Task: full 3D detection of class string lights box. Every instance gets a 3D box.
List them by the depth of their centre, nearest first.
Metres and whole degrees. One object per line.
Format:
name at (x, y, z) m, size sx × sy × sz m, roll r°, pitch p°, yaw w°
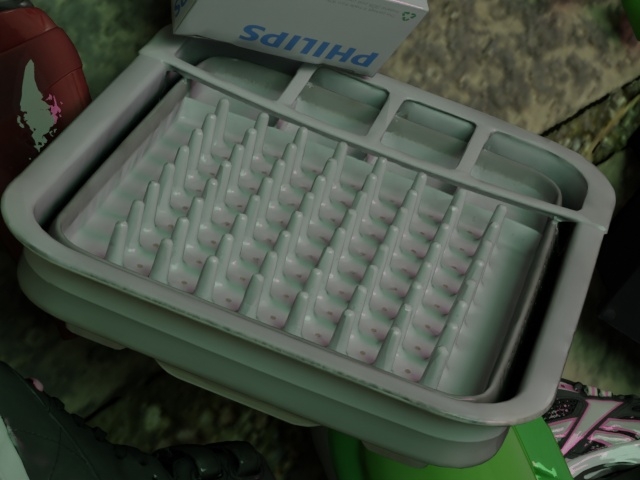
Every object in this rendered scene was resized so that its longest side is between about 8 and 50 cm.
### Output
string lights box at (-0.022, -0.233, 1.153) m, size 0.133 × 0.077 × 0.259 m, roll 10°, pitch 56°, yaw -26°

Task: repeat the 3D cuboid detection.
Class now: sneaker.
sneaker at (-0.118, 0.124, 1.025) m, size 0.147 × 0.104 × 0.295 m, roll -38°, pitch 101°, yaw -33°
sneaker at (0.164, 0.115, 1.195) m, size 0.178 × 0.072 × 0.077 m, roll -16°, pitch 78°, yaw -34°

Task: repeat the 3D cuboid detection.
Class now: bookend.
bookend at (0.242, -0.024, 1.262) m, size 0.072 × 0.156 × 0.157 m, roll 32°, pitch 107°, yaw -17°

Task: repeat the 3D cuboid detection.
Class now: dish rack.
dish rack at (0.000, 0.000, 1.028) m, size 0.286 × 0.072 × 0.333 m, roll 22°, pitch 28°, yaw 5°

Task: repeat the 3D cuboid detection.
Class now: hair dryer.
hair dryer at (-0.225, -0.044, 1.044) m, size 0.293 × 0.080 × 0.223 m, roll 33°, pitch 79°, yaw -10°

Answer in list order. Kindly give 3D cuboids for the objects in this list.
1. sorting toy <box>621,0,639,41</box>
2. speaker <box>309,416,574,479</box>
sorting toy at (0.207, -0.293, 1.272) m, size 0.196 × 0.047 × 0.347 m, roll -47°, pitch 121°, yaw -35°
speaker at (0.093, 0.186, 1.071) m, size 0.131 × 0.131 × 0.296 m, roll -10°, pitch 66°, yaw -30°
